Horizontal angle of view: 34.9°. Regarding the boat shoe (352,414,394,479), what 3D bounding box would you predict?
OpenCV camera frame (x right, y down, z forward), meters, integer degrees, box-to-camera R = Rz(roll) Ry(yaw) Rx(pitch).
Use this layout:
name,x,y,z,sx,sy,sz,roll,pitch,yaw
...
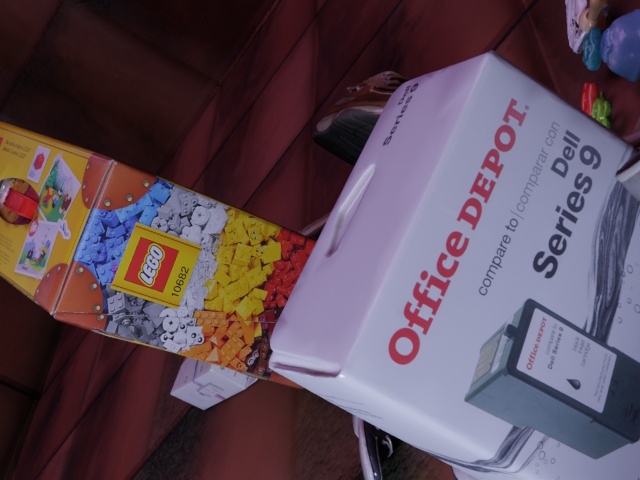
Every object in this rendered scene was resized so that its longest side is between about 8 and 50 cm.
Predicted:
name,x,y,z,sx,sy,sz,roll,pitch,yaw
boat shoe,0.056,0.203,1.040,0.125,0.038,0.046,-100,8,-64

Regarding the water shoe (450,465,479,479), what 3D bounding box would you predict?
name,x,y,z,sx,sy,sz,roll,pitch,yaw
water shoe,0.144,0.166,0.851,0.080,0.073,0.203,-31,22,4

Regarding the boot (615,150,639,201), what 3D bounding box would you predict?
name,x,y,z,sx,sy,sz,roll,pitch,yaw
boot,0.237,0.033,0.539,0.190,0.208,0.076,-49,4,21

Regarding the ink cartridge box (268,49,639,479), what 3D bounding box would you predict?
name,x,y,z,sx,sy,sz,roll,pitch,yaw
ink cartridge box,0.144,0.051,0.634,0.211,0.289,0.121,-65,19,-12

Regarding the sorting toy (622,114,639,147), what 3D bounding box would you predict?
name,x,y,z,sx,sy,sz,roll,pitch,yaw
sorting toy,0.346,-0.180,0.768,0.229,0.041,0.307,-59,4,-8

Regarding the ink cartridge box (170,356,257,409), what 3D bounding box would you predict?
name,x,y,z,sx,sy,sz,roll,pitch,yaw
ink cartridge box,-0.149,0.179,1.568,0.198,0.067,0.115,-34,32,52

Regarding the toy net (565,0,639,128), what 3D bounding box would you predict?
name,x,y,z,sx,sy,sz,roll,pitch,yaw
toy net,0.286,-0.195,1.028,0.232,0.045,0.122,-85,-3,-62

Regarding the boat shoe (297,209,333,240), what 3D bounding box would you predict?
name,x,y,z,sx,sy,sz,roll,pitch,yaw
boat shoe,0.000,0.000,1.472,0.190,0.068,0.072,-28,23,43

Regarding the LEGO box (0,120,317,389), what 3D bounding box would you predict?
name,x,y,z,sx,sy,sz,roll,pitch,yaw
LEGO box,-0.255,0.005,1.407,0.500,0.372,0.193,19,88,55

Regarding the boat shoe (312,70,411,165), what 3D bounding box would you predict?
name,x,y,z,sx,sy,sz,roll,pitch,yaw
boat shoe,0.083,-0.182,1.420,0.120,0.122,0.324,-60,19,-8
